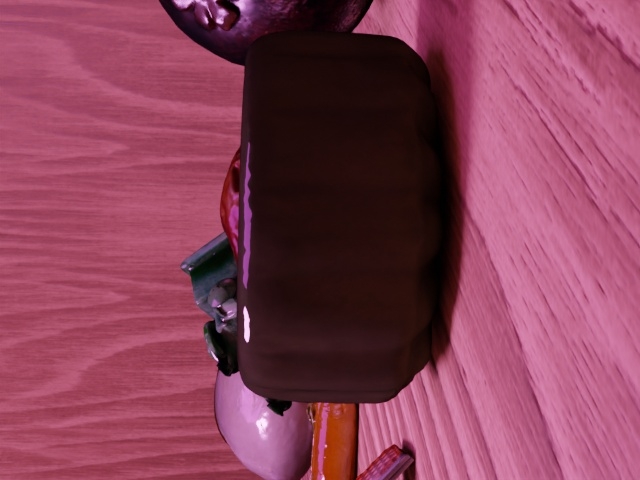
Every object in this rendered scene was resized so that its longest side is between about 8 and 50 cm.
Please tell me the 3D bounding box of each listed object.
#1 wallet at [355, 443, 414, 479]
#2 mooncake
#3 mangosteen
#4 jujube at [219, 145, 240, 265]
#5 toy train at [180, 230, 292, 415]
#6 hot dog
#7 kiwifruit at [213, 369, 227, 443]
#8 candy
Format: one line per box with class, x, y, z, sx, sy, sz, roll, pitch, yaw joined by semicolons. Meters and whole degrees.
wallet;0.017;0.285;1.506;0.196;0.020;0.103;-46;3;-4
mooncake;0.014;-0.022;1.369;0.351;0.187;0.351;-176;90;-88
mangosteen;-0.052;-0.371;1.761;0.347;0.306;0.307;-49;-27;-45
jujube;-0.037;-0.029;1.972;0.197;0.197;0.290;97;174;-51
toy train;-0.071;0.119;2.115;0.266;0.145;0.202;42;-158;-37
hot dog;0.013;0.309;2.024;0.100;0.068;0.250;-113;25;-81
kiwifruit;-0.107;0.287;2.771;0.196;0.196;0.234;-109;24;-76
candy;-0.088;0.281;2.498;0.295;0.185;0.296;178;90;-89
